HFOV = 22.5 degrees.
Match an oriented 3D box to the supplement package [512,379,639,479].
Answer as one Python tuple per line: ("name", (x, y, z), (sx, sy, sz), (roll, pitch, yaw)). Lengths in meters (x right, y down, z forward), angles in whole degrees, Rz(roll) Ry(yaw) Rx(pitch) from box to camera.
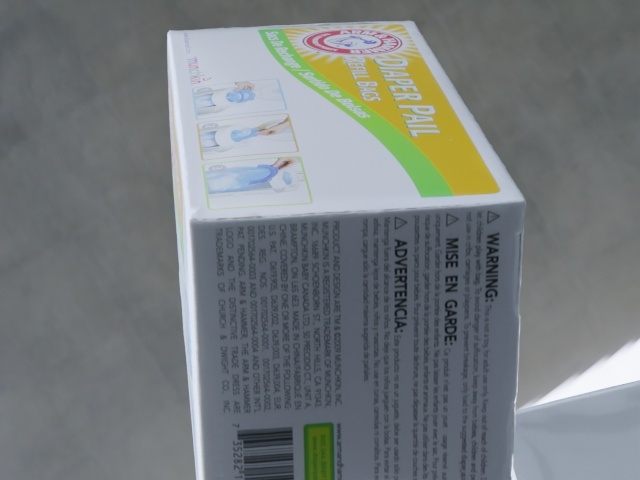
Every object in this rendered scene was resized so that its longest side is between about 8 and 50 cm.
("supplement package", (0.219, 0.203, 1.281), (0.194, 0.203, 0.149), (-12, -102, -14))

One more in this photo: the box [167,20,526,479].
("box", (0.000, 0.000, 0.586), (0.103, 0.203, 0.114), (-3, -67, -6))
